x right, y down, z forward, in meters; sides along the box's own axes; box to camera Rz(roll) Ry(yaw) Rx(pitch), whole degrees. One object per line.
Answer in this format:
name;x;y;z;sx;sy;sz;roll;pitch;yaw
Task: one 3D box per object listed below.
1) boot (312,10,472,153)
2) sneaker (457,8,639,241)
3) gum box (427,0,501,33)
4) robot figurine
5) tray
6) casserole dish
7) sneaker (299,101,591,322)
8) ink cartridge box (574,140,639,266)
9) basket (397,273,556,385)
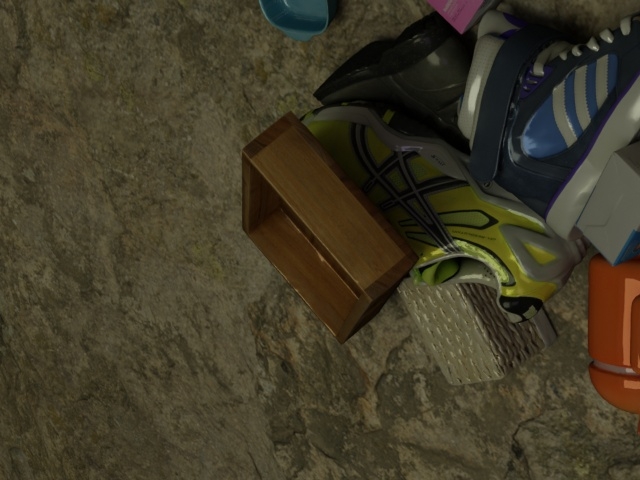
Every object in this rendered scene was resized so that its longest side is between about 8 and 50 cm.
boot;0.104;-0.152;1.522;0.161;0.083;0.246;52;148;-14
sneaker;0.250;-0.180;1.305;0.236;0.130;0.323;50;132;24
gum box;0.157;-0.309;1.352;0.107;0.062;0.188;46;141;11
robot figurine;0.342;0.085;1.384;0.158;0.128;0.219;-164;72;-70
tray;0.000;0.000;1.542;0.203;0.076;0.411;49;171;6
casserole dish;-0.031;-0.327;1.558;0.114;0.037;0.188;15;129;38
sneaker;0.107;-0.038;1.490;0.384;0.147;0.145;23;165;29
ink cartridge box;0.340;-0.056;1.273;0.061;0.181;0.104;51;144;26
basket;0.183;0.082;1.594;0.113;0.103;0.167;-18;106;52
